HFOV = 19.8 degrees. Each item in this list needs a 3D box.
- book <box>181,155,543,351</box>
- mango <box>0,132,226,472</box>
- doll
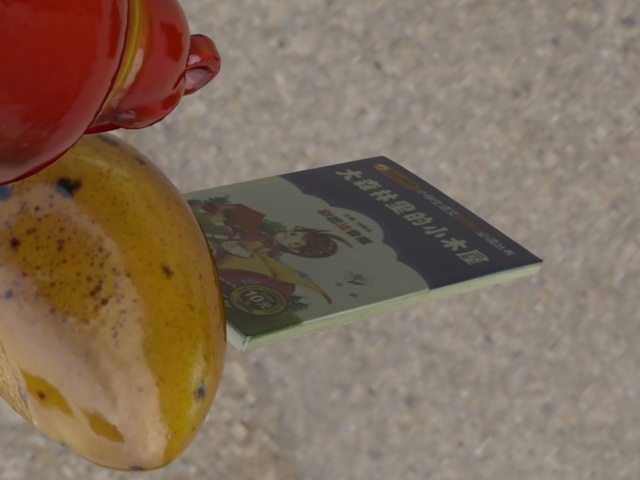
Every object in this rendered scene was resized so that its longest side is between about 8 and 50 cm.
[{"bbox_3d":[0.000,0.000,1.567,0.228,0.322,0.018,37,129,40],"label":"book"},{"bbox_3d":[-0.169,0.034,1.322,0.290,0.191,0.160,56,157,15],"label":"mango"},{"bbox_3d":[-0.189,-0.107,0.914,0.182,0.363,0.160,-38,63,36],"label":"doll"}]
